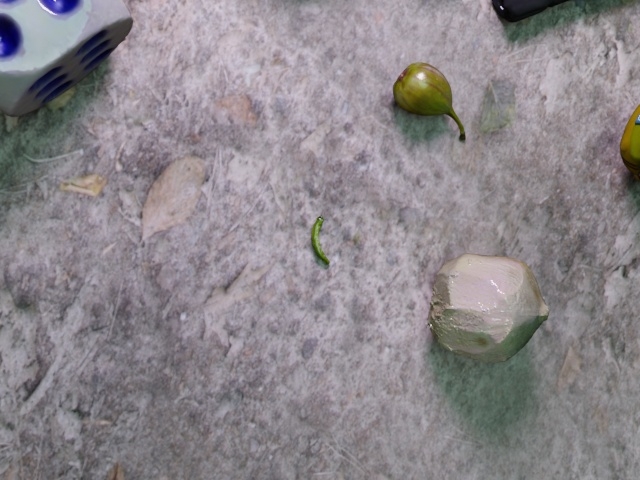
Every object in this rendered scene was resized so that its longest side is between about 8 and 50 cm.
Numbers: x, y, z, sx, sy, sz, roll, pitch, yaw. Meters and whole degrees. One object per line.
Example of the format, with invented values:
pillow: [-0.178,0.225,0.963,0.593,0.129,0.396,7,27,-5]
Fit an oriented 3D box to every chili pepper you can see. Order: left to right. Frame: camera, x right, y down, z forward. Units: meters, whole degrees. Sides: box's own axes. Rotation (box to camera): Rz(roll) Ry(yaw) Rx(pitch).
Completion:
chili pepper: [0.000,0.000,1.504,0.030,0.017,0.083,-3,90,-14]

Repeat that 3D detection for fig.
fig: [0.195,-0.244,1.530,0.166,0.093,0.093,22,85,-39]

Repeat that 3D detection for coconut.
coconut: [0.283,0.109,1.485,0.194,0.194,0.195,0,90,-12]

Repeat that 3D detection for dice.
dice: [-0.434,-0.343,1.289,0.243,0.259,0.251,-39,98,-8]

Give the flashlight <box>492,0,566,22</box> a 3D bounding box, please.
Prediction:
flashlight: [0.494,-0.487,1.574,0.423,0.103,0.103,-21,94,-10]

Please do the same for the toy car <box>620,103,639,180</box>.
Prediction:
toy car: [0.630,-0.160,1.580,0.247,0.142,0.200,36,83,-20]
